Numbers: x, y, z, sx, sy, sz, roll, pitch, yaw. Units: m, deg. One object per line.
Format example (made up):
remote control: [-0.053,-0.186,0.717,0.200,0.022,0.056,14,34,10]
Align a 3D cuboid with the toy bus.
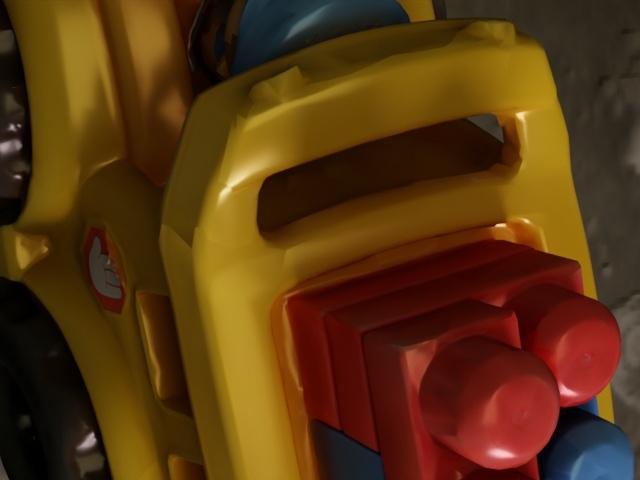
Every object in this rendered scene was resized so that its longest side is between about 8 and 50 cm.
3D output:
toy bus: [0.000,0.000,0.431,0.149,0.211,0.220,-16,103,-23]
